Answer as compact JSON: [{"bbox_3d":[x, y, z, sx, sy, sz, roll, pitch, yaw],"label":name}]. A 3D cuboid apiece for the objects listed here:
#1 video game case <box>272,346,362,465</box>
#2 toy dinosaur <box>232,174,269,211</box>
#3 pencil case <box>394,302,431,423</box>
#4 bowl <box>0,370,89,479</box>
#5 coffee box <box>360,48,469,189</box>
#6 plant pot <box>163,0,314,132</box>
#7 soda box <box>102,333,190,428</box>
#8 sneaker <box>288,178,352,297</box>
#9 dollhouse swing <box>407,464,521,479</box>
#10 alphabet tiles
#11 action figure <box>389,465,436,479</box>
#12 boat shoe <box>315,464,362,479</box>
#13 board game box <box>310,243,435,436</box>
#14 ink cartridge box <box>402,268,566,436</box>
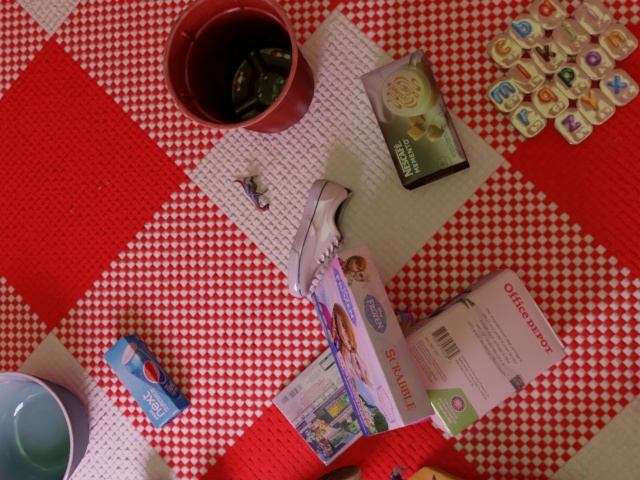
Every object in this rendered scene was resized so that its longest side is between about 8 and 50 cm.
[{"bbox_3d":[0.027,0.344,1.609,0.201,0.023,0.183,-43,78,8],"label":"video game case"},{"bbox_3d":[-0.145,-0.102,1.673,0.090,0.047,0.082,-7,96,47],"label":"toy dinosaur"},{"bbox_3d":[0.168,0.254,1.538,0.104,0.104,0.236,-15,85,14],"label":"pencil case"},{"bbox_3d":[-0.652,0.442,1.708,0.311,0.163,0.312,-1,87,14],"label":"bowl"},{"bbox_3d":[0.194,-0.242,1.548,0.141,0.098,0.247,-21,83,13],"label":"coffee box"},{"bbox_3d":[-0.142,-0.341,1.554,0.272,0.265,0.272,0,88,14],"label":"plant pot"},{"bbox_3d":[-0.390,0.313,1.695,0.071,0.067,0.210,-42,79,10],"label":"soda box"},{"bbox_3d":[0.000,0.000,1.591,0.091,0.094,0.258,14,91,19],"label":"sneaker"},{"bbox_3d":[0.361,0.630,1.493,0.315,0.305,0.347,10,90,-27],"label":"dollhouse swing"},{"bbox_3d":[0.481,-0.343,1.518,0.284,0.021,0.278,-42,79,10],"label":"alphabet tiles"},{"bbox_3d":[0.150,0.521,1.452,0.275,0.141,0.164,-2,90,12],"label":"action figure"},{"bbox_3d":[-0.015,0.566,1.577,0.285,0.104,0.089,-37,84,20],"label":"boat shoe"},{"bbox_3d":[0.085,0.204,1.437,0.066,0.318,0.319,-18,75,-15],"label":"board game box"},{"bbox_3d":[0.293,0.209,1.447,0.273,0.115,0.198,-33,89,-8],"label":"ink cartridge box"}]
